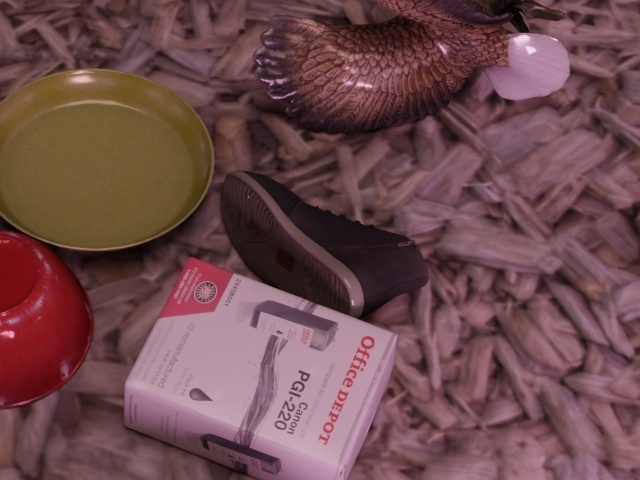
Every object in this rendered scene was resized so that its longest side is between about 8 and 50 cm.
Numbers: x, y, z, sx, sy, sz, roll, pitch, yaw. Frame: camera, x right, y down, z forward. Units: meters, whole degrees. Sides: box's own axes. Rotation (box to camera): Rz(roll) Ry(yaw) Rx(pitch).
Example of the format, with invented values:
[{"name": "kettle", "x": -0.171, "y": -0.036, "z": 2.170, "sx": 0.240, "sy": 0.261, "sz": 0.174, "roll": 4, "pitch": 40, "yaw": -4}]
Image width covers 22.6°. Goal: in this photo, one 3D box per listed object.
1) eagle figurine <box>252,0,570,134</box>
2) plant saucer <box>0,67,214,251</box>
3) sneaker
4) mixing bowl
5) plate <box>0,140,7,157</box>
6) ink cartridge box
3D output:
[{"name": "eagle figurine", "x": 0.101, "y": -0.232, "z": 1.684, "sx": 0.298, "sy": 0.226, "sz": 0.225, "roll": -26, "pitch": 26, "yaw": -38}, {"name": "plant saucer", "x": -0.230, "y": -0.076, "z": 1.639, "sx": 0.241, "sy": 0.037, "sz": 0.241, "roll": 3, "pitch": 52, "yaw": -5}, {"name": "sneaker", "x": 0.000, "y": 0.000, "z": 1.611, "sx": 0.118, "sy": 0.083, "sz": 0.222, "roll": -17, "pitch": 49, "yaw": -40}, {"name": "mixing bowl", "x": -0.307, "y": 0.057, "z": 1.519, "sx": 0.181, "sy": 0.098, "sz": 0.181, "roll": 3, "pitch": 57, "yaw": -5}, {"name": "plate", "x": -0.419, "y": -0.110, "z": 1.657, "sx": 0.188, "sy": 0.024, "sz": 0.188, "roll": 2, "pitch": 57, "yaw": -3}, {"name": "ink cartridge box", "x": -0.055, "y": 0.131, "z": 1.501, "sx": 0.218, "sy": 0.092, "sz": 0.158, "roll": 21, "pitch": 58, "yaw": 6}]
